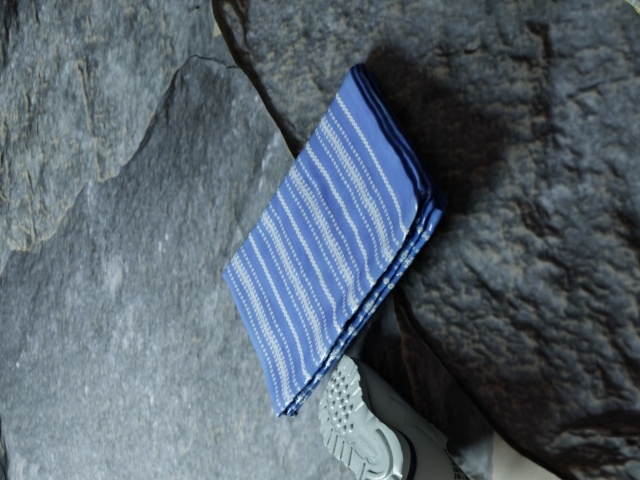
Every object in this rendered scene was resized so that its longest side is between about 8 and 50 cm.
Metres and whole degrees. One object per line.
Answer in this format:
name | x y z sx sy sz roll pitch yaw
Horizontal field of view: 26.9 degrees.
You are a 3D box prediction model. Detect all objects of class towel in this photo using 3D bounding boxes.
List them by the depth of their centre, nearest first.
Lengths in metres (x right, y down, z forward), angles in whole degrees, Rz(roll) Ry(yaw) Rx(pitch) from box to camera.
towel | 0.000 0.000 1.463 0.336 0.040 0.243 -56 41 30

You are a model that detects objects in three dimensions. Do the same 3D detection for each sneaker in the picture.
sneaker | 0.070 0.197 1.369 0.090 0.094 0.235 -69 25 19

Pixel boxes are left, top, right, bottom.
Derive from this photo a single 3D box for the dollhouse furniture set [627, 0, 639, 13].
dollhouse furniture set | 0.309 -0.273 1.171 0.076 0.058 0.152 46 140 31
